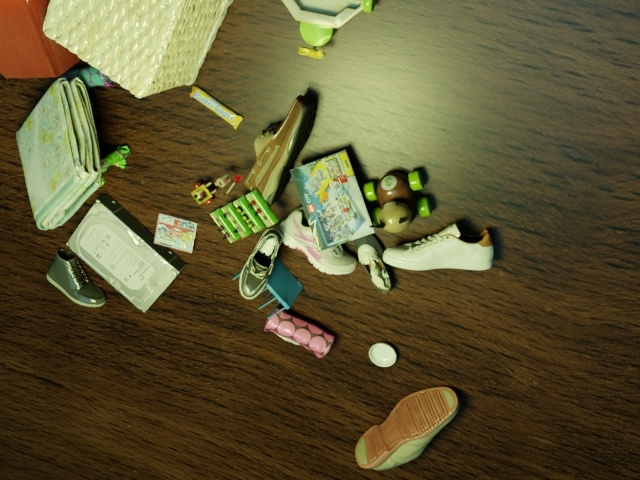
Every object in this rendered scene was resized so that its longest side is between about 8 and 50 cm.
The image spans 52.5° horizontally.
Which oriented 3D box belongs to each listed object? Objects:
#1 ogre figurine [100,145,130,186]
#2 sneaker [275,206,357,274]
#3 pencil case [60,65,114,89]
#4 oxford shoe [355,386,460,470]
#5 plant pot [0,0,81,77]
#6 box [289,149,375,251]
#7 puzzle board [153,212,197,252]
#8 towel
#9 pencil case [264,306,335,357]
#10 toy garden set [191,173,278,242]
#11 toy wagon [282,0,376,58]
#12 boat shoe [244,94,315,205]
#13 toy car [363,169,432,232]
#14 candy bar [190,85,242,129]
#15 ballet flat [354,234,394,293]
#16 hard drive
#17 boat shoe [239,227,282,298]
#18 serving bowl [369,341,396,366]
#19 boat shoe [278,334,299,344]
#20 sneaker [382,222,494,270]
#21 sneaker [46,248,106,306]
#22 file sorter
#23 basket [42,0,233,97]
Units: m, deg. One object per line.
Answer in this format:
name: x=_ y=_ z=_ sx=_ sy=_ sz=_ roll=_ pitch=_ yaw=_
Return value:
ogre figurine: x=-0.661 y=-0.214 z=1.915 sx=0.197 sy=0.118 sz=0.096 roll=-3 pitch=115 yaw=20
sneaker: x=0.000 y=0.000 z=1.814 sx=0.252 sy=0.103 sz=0.111 roll=33 pitch=123 yaw=0
pencil case: x=-0.651 y=-0.453 z=1.823 sx=0.152 sy=0.064 sz=0.070 roll=-8 pitch=97 yaw=22
oxford shoe: x=0.290 y=0.588 z=2.021 sx=0.146 sy=0.140 sz=0.397 roll=31 pitch=121 yaw=-35
plant pot: x=-0.756 y=-0.572 z=1.703 sx=0.267 sy=0.267 sz=0.235 roll=3 pitch=130 yaw=17
box: x=0.033 y=-0.105 z=1.728 sx=0.159 sy=0.044 sz=0.233 roll=-19 pitch=94 yaw=8
puzzle board: x=-0.444 y=-0.022 z=1.983 sx=0.128 sy=0.011 sz=0.096 roll=15 pitch=100 yaw=11
towel: x=-0.742 y=-0.239 z=1.839 sx=0.374 sy=0.090 sz=0.320 roll=-28 pitch=72 yaw=42
pencil case: x=-0.065 y=0.284 z=1.983 sx=0.209 sy=0.095 sz=0.098 roll=28 pitch=138 yaw=0
toy garden set: x=-0.257 y=-0.096 z=1.828 sx=0.244 sy=0.049 sz=0.204 roll=-20 pitch=109 yaw=50
toy wagon: x=0.003 y=-0.608 z=1.530 sx=0.267 sy=0.068 sz=0.344 roll=15 pitch=120 yaw=11
boat shoe: x=-0.121 y=-0.242 z=1.725 sx=0.120 sy=0.122 sz=0.324 roll=31 pitch=121 yaw=7
toy car: x=0.186 y=-0.080 z=1.662 sx=0.155 sy=0.188 sz=0.149 roll=-12 pitch=111 yaw=23
candy bar: x=-0.286 y=-0.365 z=1.775 sx=0.161 sy=0.018 sz=0.040 roll=35 pitch=121 yaw=-2
ballet flat: x=0.149 y=0.064 z=1.816 sx=0.074 sy=0.074 sz=0.203 roll=-19 pitch=108 yaw=25
hard drive: x=-0.620 y=0.046 z=2.065 sx=0.339 sy=0.064 sz=0.237 roll=43 pitch=121 yaw=-7
boat shoe: x=-0.171 y=0.069 z=1.795 sx=0.078 sy=0.070 sz=0.219 roll=22 pitch=104 yaw=-4
serving bowl: x=0.190 y=0.340 z=1.964 sx=0.083 sy=0.027 sz=0.083 roll=8 pitch=118 yaw=15
boat shoe: x=-0.103 y=0.300 z=2.041 sx=0.100 sy=0.035 sz=0.035 roll=27 pitch=148 yaw=-1
sneaker: x=0.310 y=0.009 z=1.724 sx=0.290 sy=0.106 sz=0.123 roll=-1 pitch=112 yaw=7
sneaker: x=-0.804 y=0.127 z=2.153 sx=0.222 sy=0.083 sz=0.118 roll=30 pitch=120 yaw=3
file sorter: x=-0.159 y=0.128 z=1.922 sx=0.104 sy=0.118 sz=0.170 roll=-34 pitch=101 yaw=32
basket: x=-0.434 y=-0.576 z=1.577 sx=0.328 sy=0.266 sz=0.331 roll=34 pitch=119 yaw=1
